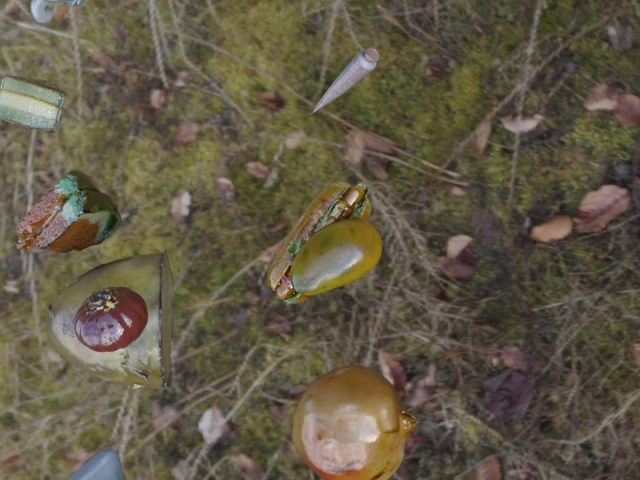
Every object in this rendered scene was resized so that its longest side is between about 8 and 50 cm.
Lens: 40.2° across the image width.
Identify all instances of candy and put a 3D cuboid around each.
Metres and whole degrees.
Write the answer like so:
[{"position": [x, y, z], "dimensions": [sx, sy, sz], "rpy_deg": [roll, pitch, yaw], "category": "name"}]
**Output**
[{"position": [-0.330, 0.411, 1.281], "dimensions": [0.071, 0.138, 0.174], "rpy_deg": [7, 115, 26], "category": "candy"}]

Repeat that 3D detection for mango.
[{"position": [0.022, 0.024, 1.416], "dimensions": [0.163, 0.089, 0.111], "rpy_deg": [-21, 38, -3], "category": "mango"}]

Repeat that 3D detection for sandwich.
[{"position": [-0.534, -0.050, 1.867], "dimensions": [0.212, 0.292, 0.109], "rpy_deg": [-32, 84, 10], "category": "sandwich"}, {"position": [-0.463, -0.229, 1.506], "dimensions": [0.113, 0.163, 0.079], "rpy_deg": [19, 98, 9], "category": "sandwich"}]

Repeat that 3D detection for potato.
[{"position": [-0.413, 0.160, 1.698], "dimensions": [0.237, 0.288, 0.300], "rpy_deg": [-1, 59, -5], "category": "potato"}]

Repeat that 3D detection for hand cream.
[{"position": [0.049, -0.318, 1.756], "dimensions": [0.043, 0.067, 0.210], "rpy_deg": [46, 143, -5], "category": "hand cream"}]

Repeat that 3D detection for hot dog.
[{"position": [0.000, 0.000, 1.512], "dimensions": [0.104, 0.076, 0.250], "rpy_deg": [36, 101, -13], "category": "hot dog"}]

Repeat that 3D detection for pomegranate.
[{"position": [0.053, 0.316, 1.480], "dimensions": [0.209, 0.209, 0.209], "rpy_deg": [-3, 85, 36], "category": "pomegranate"}]

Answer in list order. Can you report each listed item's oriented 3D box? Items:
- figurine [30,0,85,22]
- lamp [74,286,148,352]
[{"position": [-0.229, -0.237, 0.766], "dimensions": [0.094, 0.086, 0.082], "rpy_deg": [-10, 71, 1], "category": "figurine"}, {"position": [-0.284, 0.107, 1.185], "dimensions": [0.101, 0.101, 0.090], "rpy_deg": [8, 132, 36], "category": "lamp"}]
